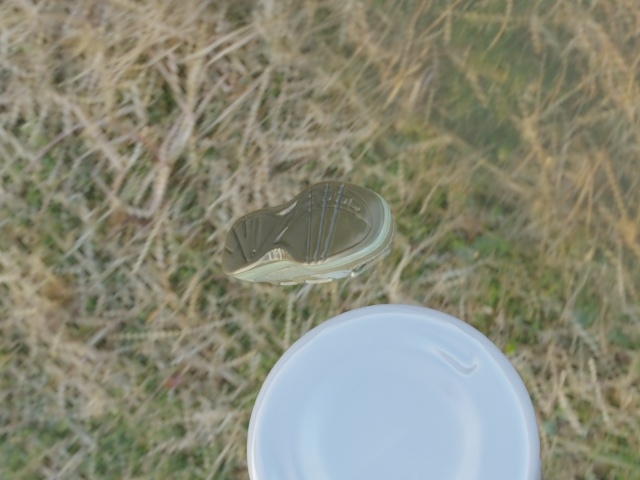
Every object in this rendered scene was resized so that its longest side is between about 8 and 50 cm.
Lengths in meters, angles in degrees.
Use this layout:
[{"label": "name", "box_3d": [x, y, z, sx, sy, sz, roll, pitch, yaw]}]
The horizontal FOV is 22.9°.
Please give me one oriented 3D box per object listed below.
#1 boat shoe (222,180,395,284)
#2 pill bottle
[{"label": "boat shoe", "box_3d": [-0.001, 0.002, 0.970, 0.048, 0.056, 0.153, 23, 155, -33]}, {"label": "pill bottle", "box_3d": [0.038, 0.102, 0.655, 0.108, 0.193, 0.108, -3, 71, 8]}]
